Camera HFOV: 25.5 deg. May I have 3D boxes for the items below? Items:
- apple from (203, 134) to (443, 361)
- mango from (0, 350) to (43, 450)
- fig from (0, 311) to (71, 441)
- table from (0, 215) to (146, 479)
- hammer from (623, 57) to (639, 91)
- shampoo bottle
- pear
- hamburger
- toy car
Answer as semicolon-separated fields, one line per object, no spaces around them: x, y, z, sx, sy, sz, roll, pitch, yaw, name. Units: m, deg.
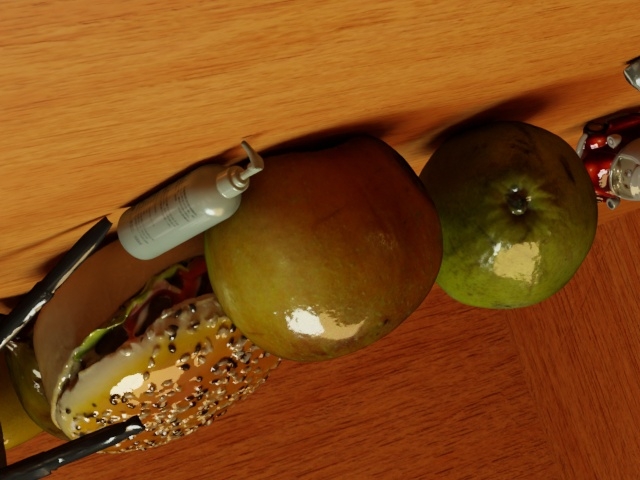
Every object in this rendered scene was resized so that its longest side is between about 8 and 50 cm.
0.000;0.000;1.376;0.237;0.207;0.237;-21;-167;5;apple
-0.394;0.187;1.846;0.113;0.138;0.253;-50;180;38;mango
-0.310;0.131;1.676;0.191;0.190;0.290;-19;156;5;fig
-0.301;0.125;1.273;0.249;0.317;0.317;-37;166;22;table
0.440;-0.168;1.433;0.226;0.158;0.041;-34;170;18;hammer
-0.113;-0.035;1.291;0.056;0.056;0.195;-12;171;-43;shampoo bottle
0.199;-0.028;1.545;0.212;0.212;0.269;-18;180;-5;pear
-0.168;0.114;1.536;0.300;0.176;0.300;-28;156;-14;hamburger
0.404;-0.100;1.805;0.139;0.112;0.112;-26;-144;-27;toy car
